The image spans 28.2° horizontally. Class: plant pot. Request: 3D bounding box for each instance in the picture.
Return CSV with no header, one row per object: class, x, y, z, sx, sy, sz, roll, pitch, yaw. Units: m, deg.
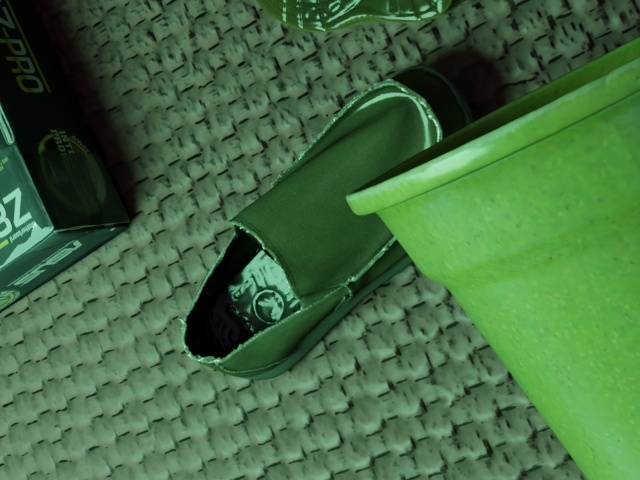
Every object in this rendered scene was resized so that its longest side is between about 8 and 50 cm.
plant pot,0.192,0.026,0.605,0.276,0.276,0.254,-26,94,29

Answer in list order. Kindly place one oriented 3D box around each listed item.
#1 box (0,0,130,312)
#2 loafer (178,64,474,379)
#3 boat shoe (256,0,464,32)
box,-0.367,-0.060,0.984,0.395,0.097,0.318,-31,78,28
loafer,0.000,0.000,0.787,0.094,0.087,0.251,45,114,18
boat shoe,0.026,-0.160,0.788,0.153,0.048,0.056,5,109,36
